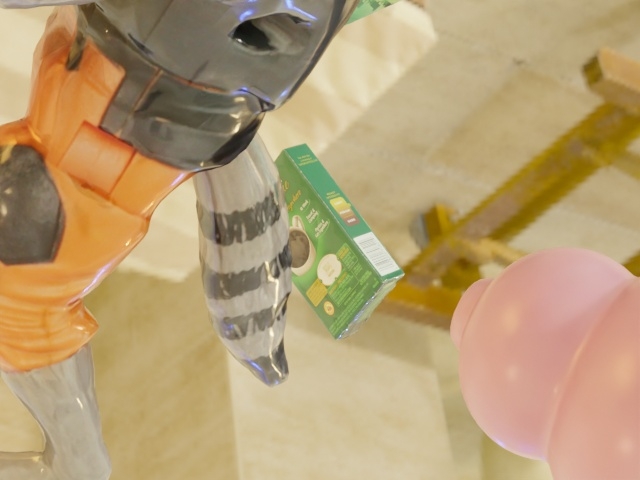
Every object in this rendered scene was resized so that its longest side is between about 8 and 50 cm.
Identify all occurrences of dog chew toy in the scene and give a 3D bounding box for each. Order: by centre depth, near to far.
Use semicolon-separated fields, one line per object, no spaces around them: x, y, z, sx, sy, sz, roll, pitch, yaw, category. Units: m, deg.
0.224;0.108;0.791;0.332;0.206;0.206;26;155;25;dog chew toy

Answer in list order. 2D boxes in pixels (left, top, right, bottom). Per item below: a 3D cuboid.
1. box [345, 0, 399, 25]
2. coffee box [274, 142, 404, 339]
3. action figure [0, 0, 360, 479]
-0.015;-0.346;1.248;0.232;0.058;0.322;-22;119;20;box
0.000;0.000;1.478;0.040;0.184;0.113;-21;156;-43;coffee box
-0.033;-0.103;0.484;0.178;0.341;0.330;26;135;0;action figure
